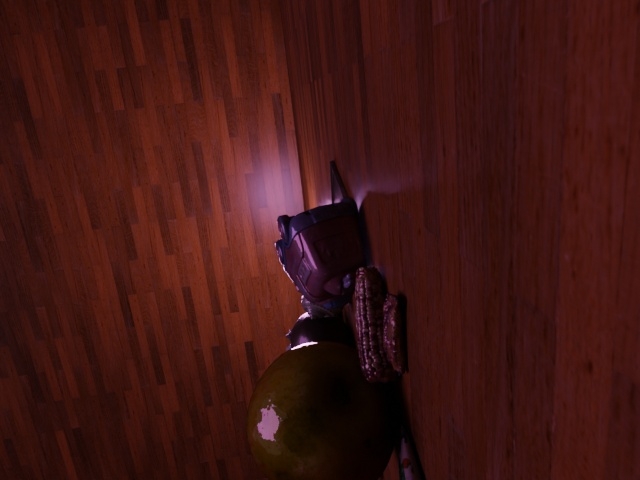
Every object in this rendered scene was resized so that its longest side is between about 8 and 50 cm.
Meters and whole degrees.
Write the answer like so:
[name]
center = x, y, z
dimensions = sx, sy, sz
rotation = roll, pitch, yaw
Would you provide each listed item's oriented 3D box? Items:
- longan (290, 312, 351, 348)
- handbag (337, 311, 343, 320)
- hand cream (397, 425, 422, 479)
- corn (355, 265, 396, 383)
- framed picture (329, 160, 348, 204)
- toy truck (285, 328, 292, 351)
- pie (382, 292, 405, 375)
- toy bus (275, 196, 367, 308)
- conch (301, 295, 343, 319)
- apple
[longan]
center = 0.006, 0.359, 1.672
dimensions = 0.248, 0.249, 0.248
rotation = 172, 90, -85
[handbag]
center = 0.031, 0.312, 1.974
dimensions = 0.308, 0.093, 0.253
rotation = 89, 171, -55
[hand cream]
center = 0.170, 0.476, 0.857
dimensions = 0.276, 0.059, 0.095
rotation = -97, 4, -52
[corn]
center = 0.108, 0.169, 0.978
dimensions = 0.079, 0.080, 0.236
rotation = 116, 148, -81
[framed picture]
center = 0.062, -0.083, 1.438
dimensions = 0.289, 0.016, 0.213
rotation = -105, 9, -55
[toy truck]
center = -0.008, 0.475, 1.850
dimensions = 0.338, 0.133, 0.184
rotation = 54, 157, 14
[pie]
center = 0.133, 0.165, 0.888
dimensions = 0.092, 0.034, 0.169
rotation = -122, 23, -69
[toy bus]
center = 0.015, 0.048, 1.206
dimensions = 0.294, 0.198, 0.231
rotation = 106, 144, -62
[conch]
center = 0.028, 0.185, 1.594
dimensions = 0.131, 0.200, 0.172
rotation = 42, 159, 20
[apple]
center = 0.005, 0.384, 1.057
dimensions = 0.339, 0.340, 0.339
rotation = 172, 90, -85
